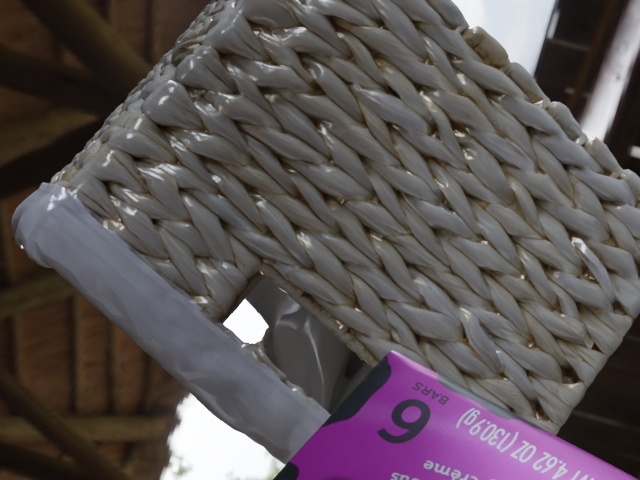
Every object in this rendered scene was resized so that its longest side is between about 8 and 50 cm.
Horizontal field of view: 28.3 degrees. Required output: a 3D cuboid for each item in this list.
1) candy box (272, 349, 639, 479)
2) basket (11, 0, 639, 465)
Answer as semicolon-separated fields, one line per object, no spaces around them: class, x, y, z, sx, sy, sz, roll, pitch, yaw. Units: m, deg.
candy box;0.015;0.155;0.329;0.233;0.159;0.071;-46;-34;-30
basket;0.000;0.000;0.847;0.266;0.328;0.331;-51;12;-9
